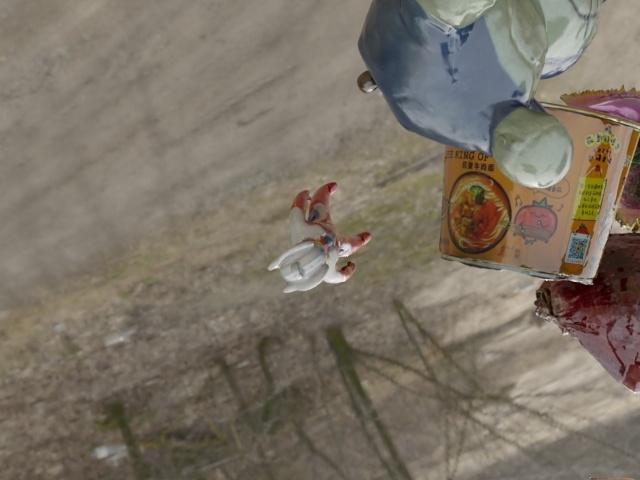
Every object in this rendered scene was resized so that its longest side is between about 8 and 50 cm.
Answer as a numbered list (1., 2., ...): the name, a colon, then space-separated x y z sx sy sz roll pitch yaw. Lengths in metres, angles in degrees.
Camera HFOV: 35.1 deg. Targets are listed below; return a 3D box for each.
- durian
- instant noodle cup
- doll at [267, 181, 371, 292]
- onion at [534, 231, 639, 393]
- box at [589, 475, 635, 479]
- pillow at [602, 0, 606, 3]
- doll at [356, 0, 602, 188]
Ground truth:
1. durian: 0.527 -0.142 1.633 0.153 0.261 0.186 -2 167 -26
2. instant noodle cup: 0.218 -0.052 1.058 0.215 0.172 0.216 10 -177 0
3. doll: 0.000 0.000 1.901 0.099 0.188 0.384 -32 -172 23
4. onion: 0.402 0.080 1.288 0.283 0.227 0.120 4 146 -29
5. box: 0.292 0.354 0.980 0.050 0.230 0.123 -3 177 12
6. pillow: 0.410 -0.386 1.358 0.150 0.048 0.090 -43 -162 30
7. doll: 0.133 -0.177 0.757 0.154 0.228 0.258 -7 -145 45
